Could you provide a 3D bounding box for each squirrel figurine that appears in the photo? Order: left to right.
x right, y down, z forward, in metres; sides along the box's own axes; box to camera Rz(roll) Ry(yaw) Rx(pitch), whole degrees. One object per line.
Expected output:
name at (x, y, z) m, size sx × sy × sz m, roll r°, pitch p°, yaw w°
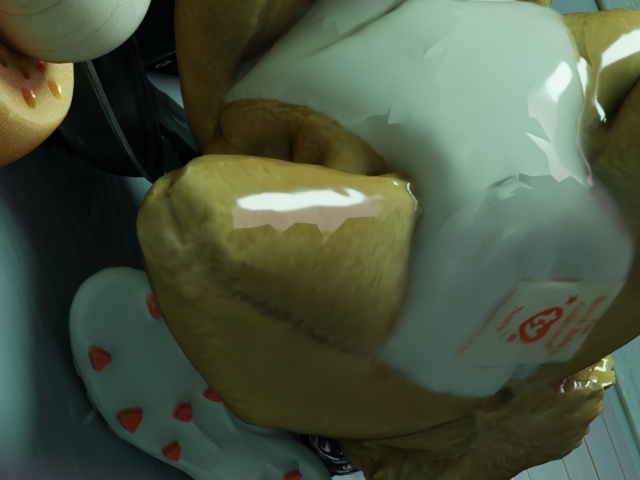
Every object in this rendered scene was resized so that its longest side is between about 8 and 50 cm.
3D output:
squirrel figurine at (0.022, -0.078, 0.748) m, size 0.397 × 0.281 × 0.370 m, roll 75°, pitch -11°, yaw -54°

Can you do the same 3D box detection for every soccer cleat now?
soccer cleat at (-0.063, 0.080, 0.716) m, size 0.196 × 0.068 × 0.076 m, roll 51°, pitch -5°, yaw -34°

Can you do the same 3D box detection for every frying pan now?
frying pan at (-0.120, -0.119, 0.793) m, size 0.326 × 0.053 × 0.197 m, roll -5°, pitch 77°, yaw -88°

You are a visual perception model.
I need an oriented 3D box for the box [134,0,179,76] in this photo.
box at (-0.096, -0.244, 0.975) m, size 0.184 × 0.103 × 0.261 m, roll -8°, pitch 76°, yaw -78°

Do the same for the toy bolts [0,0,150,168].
toy bolts at (-0.140, -0.137, 0.544) m, size 0.229 × 0.158 × 0.218 m, roll 67°, pitch 15°, yaw -2°

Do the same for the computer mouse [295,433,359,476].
computer mouse at (0.000, 0.000, 0.931) m, size 0.188 × 0.072 × 0.272 m, roll -28°, pitch 101°, yaw -42°
